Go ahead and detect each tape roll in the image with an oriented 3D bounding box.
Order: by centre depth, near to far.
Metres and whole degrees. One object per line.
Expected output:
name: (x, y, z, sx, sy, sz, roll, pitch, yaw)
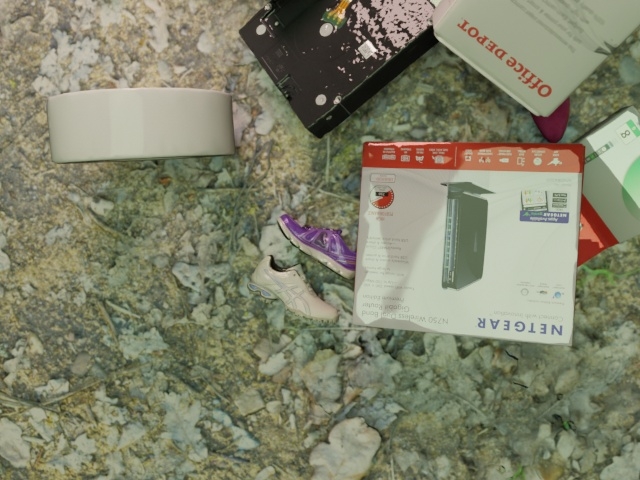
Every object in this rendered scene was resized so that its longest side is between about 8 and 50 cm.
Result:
tape roll: (-0.282, -0.178, 0.979, 0.286, 0.286, 0.100, -1, 98, 10)

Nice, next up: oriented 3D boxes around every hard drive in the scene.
hard drive: (0.059, -0.356, 0.971, 0.339, 0.064, 0.236, -39, 69, 13)

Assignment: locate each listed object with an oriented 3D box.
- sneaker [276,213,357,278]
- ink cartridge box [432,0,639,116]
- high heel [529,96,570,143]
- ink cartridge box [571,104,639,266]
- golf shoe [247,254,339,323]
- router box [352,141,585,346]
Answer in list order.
sneaker: (0.000, 0.000, 1.077, 0.170, 0.068, 0.071, 32, 87, -4)
ink cartridge box: (0.308, -0.336, 0.784, 0.207, 0.117, 0.283, 33, 123, -13)
high heel: (0.305, -0.253, 0.939, 0.117, 0.082, 0.244, -23, 113, -12)
ink cartridge box: (0.450, -0.077, 0.984, 0.225, 0.056, 0.181, -37, 90, 11)
golf shoe: (-0.040, 0.087, 1.087, 0.176, 0.069, 0.086, 24, 95, 5)
router box: (0.230, -0.001, 0.973, 0.336, 0.082, 0.301, 3, 88, 17)
